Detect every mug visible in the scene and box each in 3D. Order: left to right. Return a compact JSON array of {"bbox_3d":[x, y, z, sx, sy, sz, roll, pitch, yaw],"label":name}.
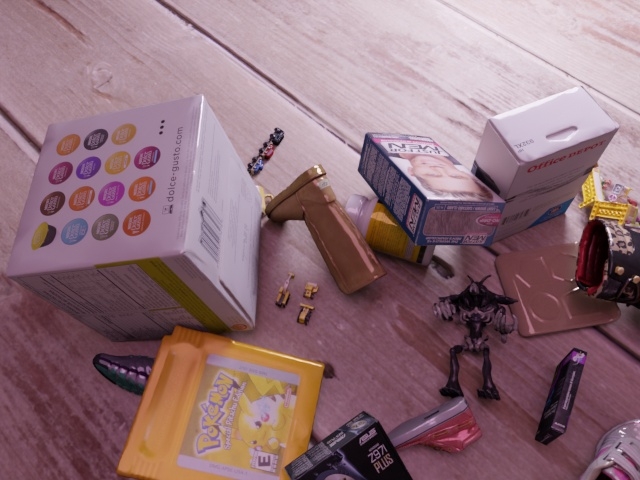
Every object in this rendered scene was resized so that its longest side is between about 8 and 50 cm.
[{"bbox_3d":[-0.150,-0.089,1.340,0.078,0.062,0.064,-17,69,0],"label":"mug"}]

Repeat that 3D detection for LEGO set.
[{"bbox_3d":[0.672,-0.098,1.282,0.107,0.132,0.287,17,26,-20],"label":"LEGO set"}]

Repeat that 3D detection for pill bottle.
[{"bbox_3d":[0.156,-0.028,1.255,0.208,0.119,0.119,17,63,12],"label":"pill bottle"}]

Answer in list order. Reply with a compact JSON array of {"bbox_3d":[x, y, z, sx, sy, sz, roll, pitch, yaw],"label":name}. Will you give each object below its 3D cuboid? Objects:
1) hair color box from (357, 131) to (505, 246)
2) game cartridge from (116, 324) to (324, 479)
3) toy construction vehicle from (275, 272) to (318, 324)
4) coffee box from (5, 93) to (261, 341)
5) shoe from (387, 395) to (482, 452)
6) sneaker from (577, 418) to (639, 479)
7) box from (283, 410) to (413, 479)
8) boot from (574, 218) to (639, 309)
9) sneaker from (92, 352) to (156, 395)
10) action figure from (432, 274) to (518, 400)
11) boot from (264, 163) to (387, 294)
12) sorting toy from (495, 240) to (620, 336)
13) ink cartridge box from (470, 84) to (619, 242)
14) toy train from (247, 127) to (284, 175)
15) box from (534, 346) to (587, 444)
[{"bbox_3d":[0.219,-0.119,1.206,0.173,0.105,0.347,0,31,-18],"label":"hair color box"},{"bbox_3d":[-0.175,0.329,1.066,0.323,0.053,0.285,16,61,-6],"label":"game cartridge"},{"bbox_3d":[-0.050,0.123,1.227,0.086,0.035,0.098,18,63,12],"label":"toy construction vehicle"},{"bbox_3d":[-0.332,-0.023,1.125,0.334,0.338,0.338,-7,60,12],"label":"coffee box"},{"bbox_3d":[0.209,0.367,1.059,0.178,0.063,0.081,-29,89,6],"label":"shoe"},{"bbox_3d":[0.524,0.412,0.992,0.103,0.111,0.252,40,69,22],"label":"sneaker"},{"bbox_3d":[0.053,0.417,0.996,0.180,0.077,0.147,-31,94,-14],"label":"box"},{"bbox_3d":[0.655,0.131,1.096,0.284,0.138,0.377,18,58,-4],"label":"boot"},{"bbox_3d":[-0.341,0.262,1.147,0.223,0.083,0.098,23,53,3],"label":"sneaker"},{"bbox_3d":[0.308,0.172,1.125,0.164,0.141,0.276,1,61,17],"label":"action figure"},{"bbox_3d":[0.000,0.000,1.241,0.089,0.236,0.269,-27,84,-33],"label":"boot"},{"bbox_3d":[0.501,0.103,1.216,0.208,0.038,0.193,-11,60,2],"label":"sorting toy"},{"bbox_3d":[0.444,-0.149,1.201,0.223,0.307,0.129,-21,62,-9],"label":"ink cartridge box"},{"bbox_3d":[-0.136,-0.223,1.434,0.036,0.027,0.158,29,65,6],"label":"toy train"},{"bbox_3d":[0.449,0.293,1.061,0.029,0.116,0.162,20,63,16],"label":"box"}]
